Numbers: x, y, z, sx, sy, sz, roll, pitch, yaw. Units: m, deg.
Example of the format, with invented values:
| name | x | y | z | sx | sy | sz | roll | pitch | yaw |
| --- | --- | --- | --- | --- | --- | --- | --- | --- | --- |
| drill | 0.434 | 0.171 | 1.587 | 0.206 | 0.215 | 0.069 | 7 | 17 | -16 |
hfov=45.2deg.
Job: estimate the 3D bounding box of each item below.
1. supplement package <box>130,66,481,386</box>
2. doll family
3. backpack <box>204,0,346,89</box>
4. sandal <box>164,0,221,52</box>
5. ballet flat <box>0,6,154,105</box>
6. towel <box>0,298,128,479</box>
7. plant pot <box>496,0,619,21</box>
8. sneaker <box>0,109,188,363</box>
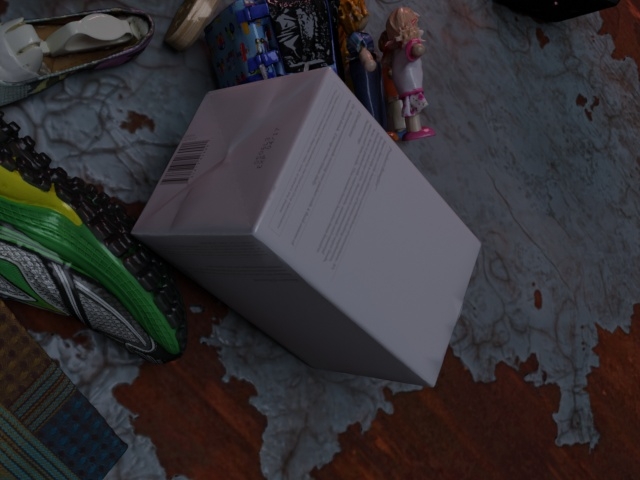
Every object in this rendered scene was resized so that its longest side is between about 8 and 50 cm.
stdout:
| name | x | y | z | sx | sy | sz | roll | pitch | yaw |
| --- | --- | --- | --- | --- | --- | --- | --- | --- | --- |
| supplement package | 0.000 | 0.000 | 0.767 | 0.293 | 0.175 | 0.177 | 43 | 60 | -38 |
| doll family | 0.054 | -0.191 | 0.882 | 0.118 | 0.263 | 0.163 | -11 | 98 | 3 |
| backpack | -0.043 | -0.171 | 0.841 | 0.117 | 0.158 | 0.173 | -16 | 100 | -24 |
| sandal | -0.130 | -0.329 | 0.853 | 0.079 | 0.088 | 0.240 | 33 | 70 | -28 |
| ballet flat | -0.262 | -0.190 | 0.750 | 0.221 | 0.079 | 0.077 | -26 | 95 | -32 |
| towel | -0.347 | 0.223 | 0.591 | 0.370 | 0.040 | 0.271 | -49 | 130 | -30 |
| plant pot | 0.349 | -0.423 | 1.112 | 0.188 | 0.187 | 0.167 | 9 | 87 | -30 |
| sneaker | -0.261 | 0.009 | 0.705 | 0.146 | 0.134 | 0.343 | -44 | 115 | 8 |
